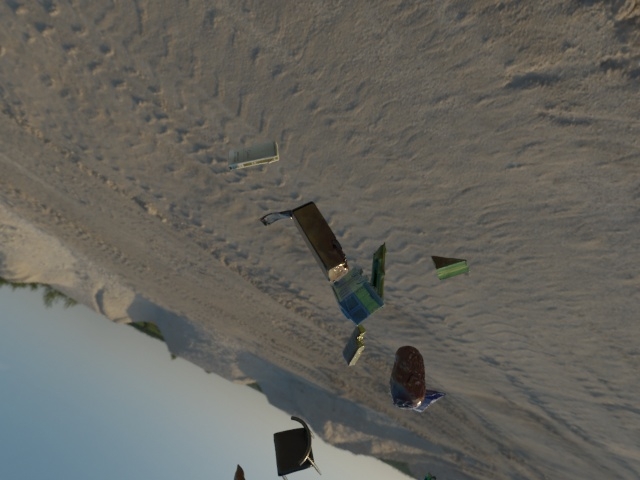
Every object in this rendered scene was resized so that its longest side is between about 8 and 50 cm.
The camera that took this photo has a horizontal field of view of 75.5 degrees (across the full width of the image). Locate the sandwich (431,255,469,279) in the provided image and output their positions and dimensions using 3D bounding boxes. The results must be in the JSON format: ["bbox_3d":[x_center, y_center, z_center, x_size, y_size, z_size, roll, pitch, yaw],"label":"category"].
[{"bbox_3d":[0.489,0.086,1.557,0.116,0.074,0.074,-19,130,13],"label":"sandwich"}]

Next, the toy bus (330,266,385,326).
[{"bbox_3d":[0.166,0.252,1.939,0.152,0.190,0.312,51,-178,-11],"label":"toy bus"}]

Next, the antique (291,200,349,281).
[{"bbox_3d":[0.000,0.000,1.484,0.310,0.093,0.087,59,168,35],"label":"antique"}]

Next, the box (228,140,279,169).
[{"bbox_3d":[-0.266,-0.337,1.638,0.198,0.109,0.029,-11,136,1],"label":"box"}]

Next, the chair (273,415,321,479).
[{"bbox_3d":[-0.105,0.869,1.714,0.166,0.188,0.272,-13,136,-4],"label":"chair"}]

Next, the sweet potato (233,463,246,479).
[{"bbox_3d":[-0.365,1.107,1.882,0.065,0.051,0.218,-5,-162,-8],"label":"sweet potato"}]

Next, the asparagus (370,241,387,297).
[{"bbox_3d":[0.298,0.177,2.134,0.085,0.343,0.082,-1,176,36],"label":"asparagus"}]

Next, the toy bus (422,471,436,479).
[{"bbox_3d":[0.299,0.642,1.062,0.083,0.037,0.031,45,-175,28],"label":"toy bus"}]

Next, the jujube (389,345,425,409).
[{"bbox_3d":[0.180,0.282,0.860,0.077,0.129,0.077,5,145,4],"label":"jujube"}]

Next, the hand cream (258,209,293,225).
[{"bbox_3d":[-0.162,-0.093,1.650,0.163,0.039,0.062,-11,155,24],"label":"hand cream"}]

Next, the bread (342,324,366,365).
[{"bbox_3d":[0.169,0.506,1.993,0.049,0.088,0.226,-1,134,-25],"label":"bread"}]

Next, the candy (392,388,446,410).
[{"bbox_3d":[0.406,0.665,1.727,0.145,0.070,0.275,15,144,0],"label":"candy"}]
